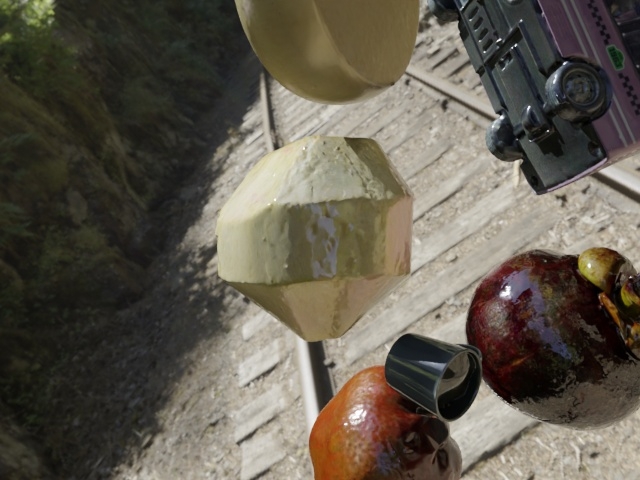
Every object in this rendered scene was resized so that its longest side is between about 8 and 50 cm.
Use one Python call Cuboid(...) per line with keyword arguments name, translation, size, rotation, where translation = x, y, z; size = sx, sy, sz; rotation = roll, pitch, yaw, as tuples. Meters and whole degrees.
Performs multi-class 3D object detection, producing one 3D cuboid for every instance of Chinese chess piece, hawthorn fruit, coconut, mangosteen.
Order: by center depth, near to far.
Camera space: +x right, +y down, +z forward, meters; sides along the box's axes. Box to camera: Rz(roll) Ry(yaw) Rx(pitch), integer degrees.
Cuboid(name="Chinese chess piece", translation=(0.016, -0.287, 0.649), size=(0.102, 0.273, 0.273), rotation=(2, 45, 35))
Cuboid(name="coconut", translation=(0.000, 0.000, 0.726), size=(0.259, 0.259, 0.259), rotation=(-33, 24, 17))
Cuboid(name="mangosteen", translation=(0.379, 0.137, 0.905), size=(0.297, 0.297, 0.293), rotation=(-114, 41, -66))
Cuboid(name="hawthorn fruit", translation=(0.119, 0.395, 1.124), size=(0.295, 0.295, 0.311), rotation=(-56, 11, -32))

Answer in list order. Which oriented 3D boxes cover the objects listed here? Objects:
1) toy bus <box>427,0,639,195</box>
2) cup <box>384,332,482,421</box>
Cuboid(name="toy bus", translation=(0.155, -0.140, 0.383), size=(0.108, 0.199, 0.096), rotation=(-20, -6, -12))
Cuboid(name="cup", translation=(0.127, 0.138, 0.631), size=(0.100, 0.078, 0.077), rotation=(-23, 25, -34))
